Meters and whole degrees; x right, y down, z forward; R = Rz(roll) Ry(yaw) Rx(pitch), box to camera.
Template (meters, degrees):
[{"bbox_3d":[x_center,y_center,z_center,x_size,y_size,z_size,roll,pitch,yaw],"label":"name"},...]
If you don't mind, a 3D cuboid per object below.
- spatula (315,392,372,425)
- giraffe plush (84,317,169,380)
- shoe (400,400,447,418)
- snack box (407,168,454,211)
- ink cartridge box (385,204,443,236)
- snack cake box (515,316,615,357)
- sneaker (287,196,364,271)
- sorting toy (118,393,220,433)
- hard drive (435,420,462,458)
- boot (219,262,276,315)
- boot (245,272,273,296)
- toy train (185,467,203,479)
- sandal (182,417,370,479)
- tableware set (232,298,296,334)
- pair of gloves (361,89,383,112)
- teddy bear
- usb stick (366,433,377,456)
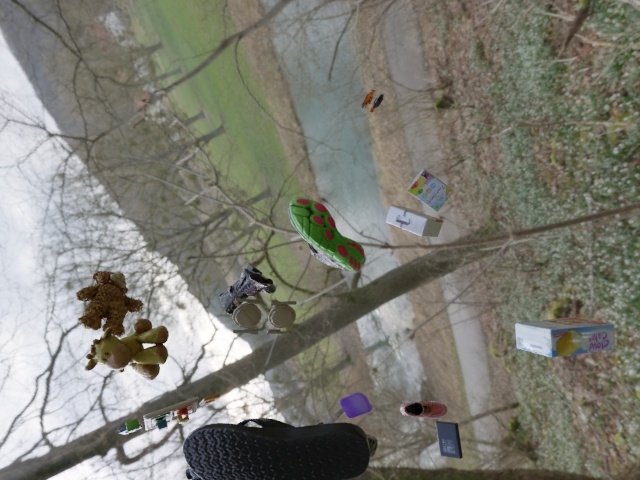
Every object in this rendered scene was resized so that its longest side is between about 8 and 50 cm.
[{"bbox_3d":[0.030,0.607,1.511,0.084,0.296,0.030,62,175,-9],"label":"spatula"},{"bbox_3d":[-0.567,0.313,1.283,0.170,0.210,0.182,31,-121,-70],"label":"giraffe plush"},{"bbox_3d":[0.394,0.638,1.684,0.081,0.177,0.064,85,-174,-72],"label":"shoe"},{"bbox_3d":[0.409,-0.188,1.671,0.141,0.100,0.037,34,-158,-9],"label":"snack box"},{"bbox_3d":[0.448,-0.093,2.141,0.217,0.158,0.092,28,107,40],"label":"ink cartridge box"},{"bbox_3d":[0.797,0.312,1.465,0.152,0.264,0.089,171,98,-72],"label":"snack cake box"},{"bbox_3d":[0.000,0.000,1.969,0.202,0.185,0.483,-7,140,41],"label":"sneaker"},{"bbox_3d":[-0.515,0.617,1.565,0.047,0.347,0.196,64,151,24],"label":"sorting toy"},{"bbox_3d":[0.527,0.816,1.838,0.094,0.022,0.135,-13,81,41],"label":"hard drive"},{"bbox_3d":[-0.325,0.236,1.958,0.091,0.229,0.263,42,174,-38],"label":"boot"},{"bbox_3d":[-0.244,0.165,1.617,0.106,0.114,0.037,27,-137,-39],"label":"boot"},{"bbox_3d":[-0.464,1.085,2.105,0.142,0.333,0.190,69,180,-78],"label":"toy train"},{"bbox_3d":[-0.105,0.511,1.095,0.107,0.445,0.168,-94,5,-81],"label":"sandal"},{"bbox_3d":[-0.173,0.228,1.384,0.039,0.194,0.128,-113,30,-61],"label":"tableware set"},{"bbox_3d":[0.183,-0.487,1.570,0.074,0.083,0.010,-54,55,28],"label":"pair of gloves"},{"bbox_3d":[-0.816,0.234,1.734,0.245,0.113,0.338,27,-155,-11],"label":"teddy bear"},{"bbox_3d":[0.135,0.711,1.565,0.045,0.077,0.278,9,158,32],"label":"usb stick"}]
